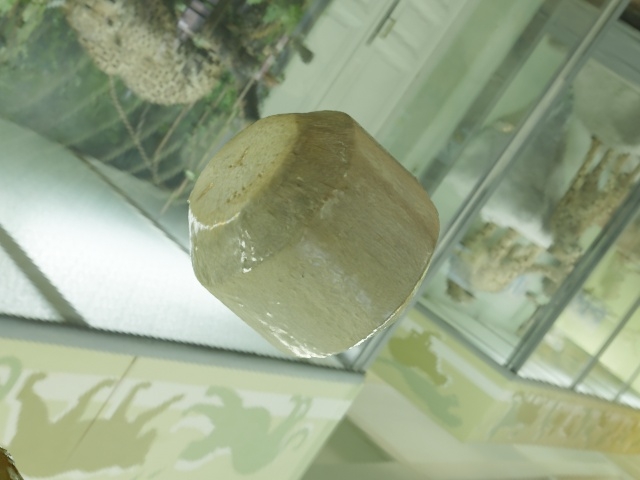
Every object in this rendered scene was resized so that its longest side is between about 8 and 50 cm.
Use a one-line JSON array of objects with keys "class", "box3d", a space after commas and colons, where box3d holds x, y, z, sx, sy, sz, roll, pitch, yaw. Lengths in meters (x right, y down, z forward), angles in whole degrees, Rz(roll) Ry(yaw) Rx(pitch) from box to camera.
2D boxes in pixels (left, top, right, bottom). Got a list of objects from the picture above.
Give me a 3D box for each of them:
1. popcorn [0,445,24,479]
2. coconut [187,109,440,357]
[{"class": "popcorn", "box3d": [-0.270, 0.236, 0.475, 0.297, 0.315, 0.281, -108, 10, -49]}, {"class": "coconut", "box3d": [0.000, 0.000, 0.967, 0.266, 0.237, 0.237, 40, -176, -26]}]
